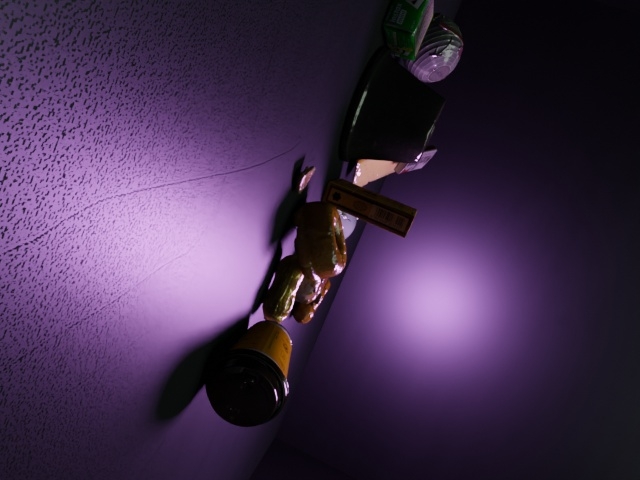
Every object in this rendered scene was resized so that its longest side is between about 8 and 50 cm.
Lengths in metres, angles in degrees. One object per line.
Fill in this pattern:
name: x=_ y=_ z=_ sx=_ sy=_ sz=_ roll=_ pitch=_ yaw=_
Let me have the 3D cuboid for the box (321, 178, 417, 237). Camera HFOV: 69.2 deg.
box: x=0.172 y=-0.116 z=1.581 sx=0.193 sy=0.301 sz=0.084 roll=-34 pitch=147 yaw=-73

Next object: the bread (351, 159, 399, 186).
bread: x=0.278 y=-0.332 z=1.824 sx=0.248 sy=0.278 sz=0.316 roll=112 pitch=-6 yaw=-59

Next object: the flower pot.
flower pot: x=0.239 y=-0.383 z=1.492 sx=0.380 sy=0.250 sz=0.379 roll=-63 pitch=172 yaw=-15

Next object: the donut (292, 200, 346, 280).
donut: x=0.000 y=-0.001 z=1.290 sx=0.226 sy=0.113 sz=0.227 roll=-9 pitch=90 yaw=-77

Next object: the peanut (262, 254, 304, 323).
peanut: x=-0.105 y=0.138 z=1.312 sx=0.087 sy=0.087 sz=0.207 roll=9 pitch=103 yaw=-81

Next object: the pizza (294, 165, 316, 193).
pizza: x=-0.040 y=-0.155 z=1.129 sx=0.078 sy=0.025 sz=0.083 roll=-55 pitch=173 yaw=-33

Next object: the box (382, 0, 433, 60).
box: x=0.268 y=-0.667 z=1.395 sx=0.250 sy=0.102 sz=0.180 roll=-6 pitch=119 yaw=-78

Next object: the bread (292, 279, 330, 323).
bread: x=-0.029 y=0.238 z=2.028 sx=0.124 sy=0.084 sz=0.344 roll=-46 pitch=-175 yaw=35

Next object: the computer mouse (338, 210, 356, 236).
computer mouse: x=0.096 y=-0.079 z=1.912 sx=0.160 sy=0.096 sz=0.288 roll=-63 pitch=171 yaw=-8

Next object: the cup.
cup: x=-0.162 y=0.317 z=1.163 sx=0.280 sy=0.196 sz=0.197 roll=-67 pitch=179 yaw=-74

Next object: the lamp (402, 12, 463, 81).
lamp: x=0.418 y=-0.729 z=1.753 sx=0.265 sy=0.233 sz=0.233 roll=5 pitch=109 yaw=-67

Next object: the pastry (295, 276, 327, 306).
pastry: x=-0.017 y=0.099 z=1.612 sx=0.236 sy=0.120 sz=0.257 roll=-52 pitch=163 yaw=-56

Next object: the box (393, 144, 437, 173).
box: x=0.386 y=-0.327 z=1.877 sx=0.177 sy=0.036 sz=0.115 roll=-20 pitch=157 yaw=-43
